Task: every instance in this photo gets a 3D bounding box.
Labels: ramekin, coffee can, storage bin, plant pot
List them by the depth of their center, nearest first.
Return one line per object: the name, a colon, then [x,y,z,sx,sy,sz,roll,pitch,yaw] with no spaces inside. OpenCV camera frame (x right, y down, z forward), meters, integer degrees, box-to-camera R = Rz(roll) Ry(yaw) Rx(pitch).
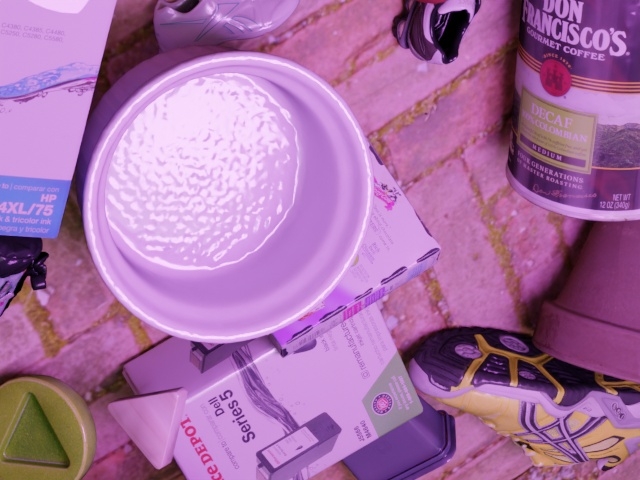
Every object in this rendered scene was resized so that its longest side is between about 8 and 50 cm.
ramekin: [-0.100,-0.054,1.511,0.277,0.135,0.277,-6,109,-18]
coffee can: [0.305,-0.187,1.677,0.202,0.201,0.275,-12,123,-20]
plant pot: [0.396,0.042,1.858,0.263,0.263,0.229,8,96,-30]
storage bin: [0.080,0.225,1.879,0.135,0.098,0.091,-29,120,23]

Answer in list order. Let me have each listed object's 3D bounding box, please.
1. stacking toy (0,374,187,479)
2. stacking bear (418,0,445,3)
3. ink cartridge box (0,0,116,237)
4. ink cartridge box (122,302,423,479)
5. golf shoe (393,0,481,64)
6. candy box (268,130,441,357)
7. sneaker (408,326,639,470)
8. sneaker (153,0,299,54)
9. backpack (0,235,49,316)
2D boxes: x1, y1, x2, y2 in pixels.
stacking toy: [-0.214,0.269,1.696,0.130,0.309,0.279,-21,108,-65]
stacking bear: [-0.006,-0.312,1.483,0.289,0.164,0.175,2,117,-22]
ink cartridge box: [-0.314,-0.170,1.380,0.197,0.198,0.270,5,116,-28]
ink cartridge box: [-0.051,0.165,1.763,0.273,0.115,0.198,-30,127,-7]
golf shoe: [0.140,-0.271,1.614,0.077,0.094,0.198,0,117,-25]
candy box: [0.000,0.000,1.658,0.196,0.164,0.070,-31,167,-7]
sneaker: [0.266,0.208,1.933,0.385,0.145,0.147,14,113,-29]
sneaker: [-0.091,-0.225,1.550,0.152,0.053,0.061,-22,123,-13]
backpack: [-0.356,0.029,1.514,0.115,0.152,0.182,5,132,-45]
